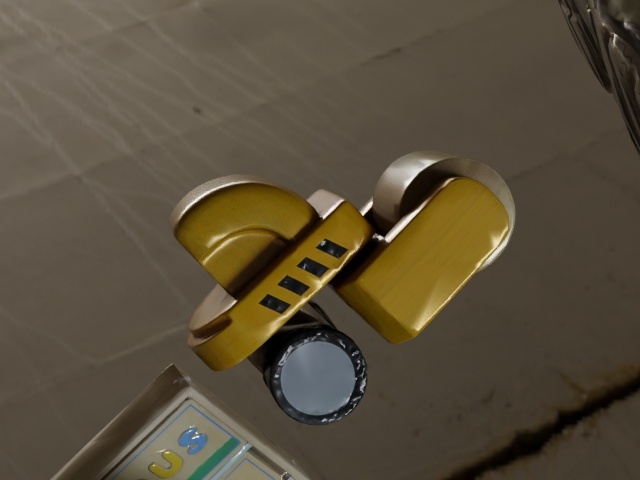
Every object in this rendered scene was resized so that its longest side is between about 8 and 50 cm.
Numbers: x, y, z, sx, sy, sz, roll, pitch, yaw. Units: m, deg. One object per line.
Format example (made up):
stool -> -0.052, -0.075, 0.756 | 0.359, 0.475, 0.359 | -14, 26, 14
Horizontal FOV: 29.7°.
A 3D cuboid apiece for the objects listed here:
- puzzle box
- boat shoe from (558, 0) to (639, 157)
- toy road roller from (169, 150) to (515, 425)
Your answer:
puzzle box -> -0.230, 0.355, 1.412 | 0.409, 0.272, 0.052 | -44, -138, 0
boat shoe -> 0.145, -0.112, 0.444 | 0.116, 0.123, 0.324 | -23, -133, 12
toy road roller -> 0.000, 0.000, 1.186 | 0.329, 0.240, 0.202 | -44, -168, -2
